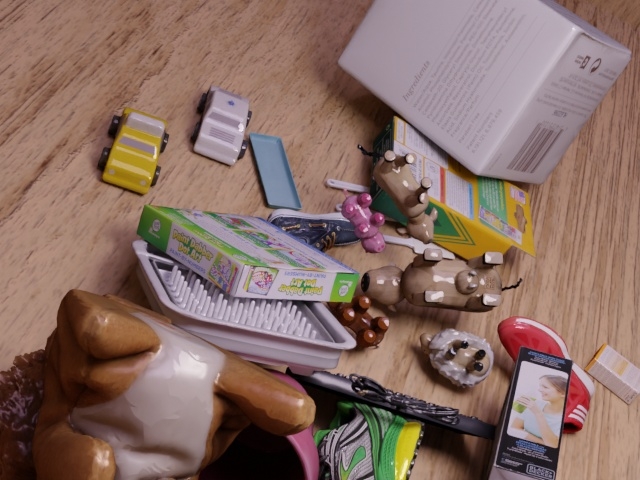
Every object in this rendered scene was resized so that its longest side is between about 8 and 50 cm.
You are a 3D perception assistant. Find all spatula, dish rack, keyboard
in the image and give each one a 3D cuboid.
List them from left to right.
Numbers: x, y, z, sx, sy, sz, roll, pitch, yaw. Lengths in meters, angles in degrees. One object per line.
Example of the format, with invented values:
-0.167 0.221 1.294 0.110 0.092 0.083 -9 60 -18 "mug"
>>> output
-0.124 0.100 1.578 0.285 0.072 0.333 15 11 -22 "dish rack"
0.125 -0.044 2.046 0.242 0.019 0.168 10 47 -22 "spatula"
0.109 0.233 1.606 0.317 0.201 0.033 19 80 -15 "keyboard"

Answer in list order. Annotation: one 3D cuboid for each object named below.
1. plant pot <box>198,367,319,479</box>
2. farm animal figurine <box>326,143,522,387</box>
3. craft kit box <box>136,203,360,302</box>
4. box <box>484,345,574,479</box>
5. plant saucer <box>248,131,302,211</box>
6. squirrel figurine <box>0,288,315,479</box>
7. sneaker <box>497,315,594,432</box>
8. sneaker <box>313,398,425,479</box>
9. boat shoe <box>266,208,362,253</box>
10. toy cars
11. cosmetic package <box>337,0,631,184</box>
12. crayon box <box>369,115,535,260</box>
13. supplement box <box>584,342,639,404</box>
-0.089 0.263 1.443 0.201 0.201 0.180 31 23 1 "plant pot"
0.160 0.043 1.816 0.326 0.172 0.330 20 77 -4 "farm animal figurine"
-0.109 0.020 1.675 0.246 0.061 0.250 10 14 -47 "craft kit box"
0.297 0.308 1.617 0.087 0.169 0.290 15 33 10 "box"
-0.085 -0.123 1.996 0.067 0.018 0.192 8 44 -26 "plant saucer"
-0.264 0.257 1.250 0.281 0.371 0.397 27 -3 -32 "squirrel figurine"
0.370 0.229 1.810 0.221 0.087 0.128 40 39 -16 "sneaker"
0.035 0.343 1.487 0.146 0.134 0.343 22 28 3 "sneaker"
0.000 0.000 1.883 0.183 0.065 0.083 4 46 -19 "boat shoe"
-0.237 -0.199 1.926 0.176 0.087 0.393 46 41 19 "toy cars"
0.321 -0.356 2.171 0.393 0.327 0.329 42 21 25 "cosmetic package"
0.247 -0.078 2.080 0.323 0.083 0.203 28 37 -16 "crayon box"
0.529 0.238 1.973 0.098 0.036 0.062 39 39 11 "supplement box"
